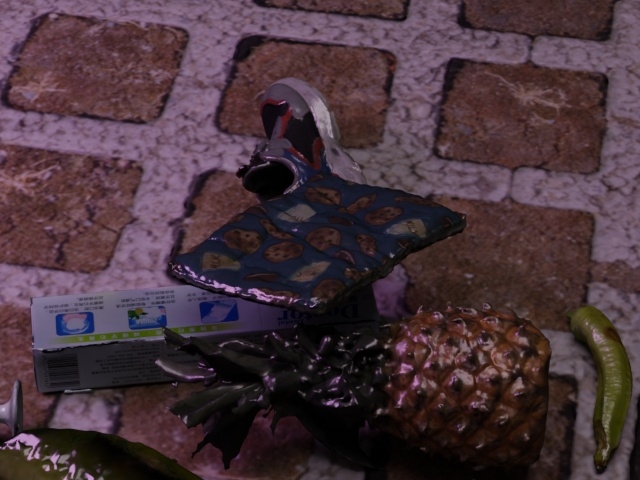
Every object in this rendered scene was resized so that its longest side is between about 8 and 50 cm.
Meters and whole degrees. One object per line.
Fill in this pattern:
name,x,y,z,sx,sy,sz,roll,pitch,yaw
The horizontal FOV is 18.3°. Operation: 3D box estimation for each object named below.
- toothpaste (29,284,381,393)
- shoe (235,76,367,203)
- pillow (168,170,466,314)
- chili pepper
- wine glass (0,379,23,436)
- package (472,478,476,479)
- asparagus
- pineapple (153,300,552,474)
toothpaste,-0.112,0.088,1.944,0.336,0.067,0.081,-4,42,-6
shoe,-0.037,-0.075,2.100,0.125,0.099,0.227,-13,48,-19
pillow,-0.002,0.000,1.897,0.189,0.034,0.255,17,33,33
chili pepper,0.276,0.134,1.918,0.049,0.043,0.208,8,41,-11
wine glass,-0.356,0.165,1.856,0.155,0.073,0.073,2,42,-4
package,0.139,0.273,1.769,0.108,0.031,0.120,-32,57,-30
asparagus,-0.119,0.259,1.725,0.382,0.108,0.128,27,49,27
pineapple,0.027,0.135,1.829,0.364,0.166,0.165,0,42,2
